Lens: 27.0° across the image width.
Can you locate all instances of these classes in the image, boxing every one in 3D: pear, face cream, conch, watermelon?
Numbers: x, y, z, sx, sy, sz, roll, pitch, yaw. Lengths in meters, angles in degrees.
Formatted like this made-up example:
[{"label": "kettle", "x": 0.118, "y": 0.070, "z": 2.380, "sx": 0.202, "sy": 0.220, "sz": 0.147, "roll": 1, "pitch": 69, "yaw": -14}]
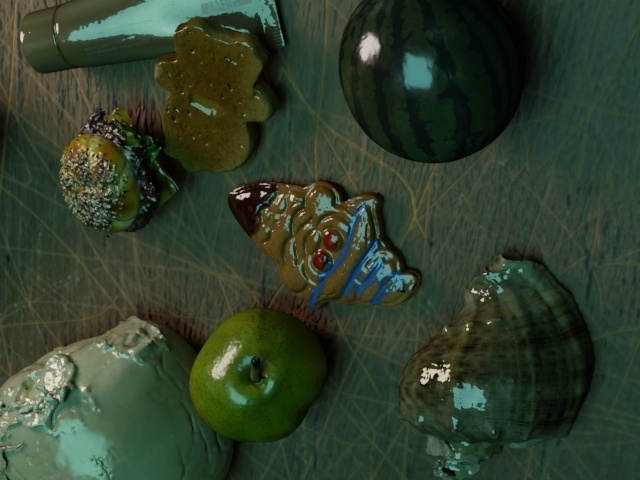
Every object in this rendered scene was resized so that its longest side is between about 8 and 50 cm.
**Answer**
[{"label": "pear", "x": -0.080, "y": 0.174, "z": 1.692, "sx": 0.180, "sy": 0.216, "sz": 0.166, "roll": -41, "pitch": 88, "yaw": -1}, {"label": "face cream", "x": -0.215, "y": -0.281, "z": 1.686, "sx": 0.341, "sy": 0.084, "sz": 0.137, "roll": -8, "pitch": 103, "yaw": 21}, {"label": "conch", "x": 0.200, "y": 0.168, "z": 1.583, "sx": 0.210, "sy": 0.159, "sz": 0.291, "roll": 21, "pitch": 114, "yaw": 20}, {"label": "watermelon", "x": 0.124, "y": -0.189, "z": 1.470, "sx": 0.212, "sy": 0.212, "sz": 0.212, "roll": 9, "pitch": 111, "yaw": 24}]

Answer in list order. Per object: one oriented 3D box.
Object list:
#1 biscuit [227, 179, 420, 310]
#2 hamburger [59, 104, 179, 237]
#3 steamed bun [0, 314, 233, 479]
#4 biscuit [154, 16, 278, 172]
[{"label": "biscuit", "x": 0.000, "y": 0.000, "z": 1.699, "sx": 0.280, "sy": 0.043, "sz": 0.183, "roll": 28, "pitch": 114, "yaw": 12}, {"label": "hamburger", "x": -0.276, "y": -0.084, "z": 1.756, "sx": 0.164, "sy": 0.093, "sz": 0.189, "roll": 48, "pitch": 134, "yaw": 11}, {"label": "steamed bun", "x": -0.297, "y": 0.286, "z": 1.829, "sx": 0.334, "sy": 0.233, "sz": 0.312, "roll": -31, "pitch": 91, "yaw": 33}, {"label": "biscuit", "x": -0.133, "y": -0.174, "z": 1.679, "sx": 0.166, "sy": 0.036, "sz": 0.225, "roll": 18, "pitch": 130, "yaw": 10}]
